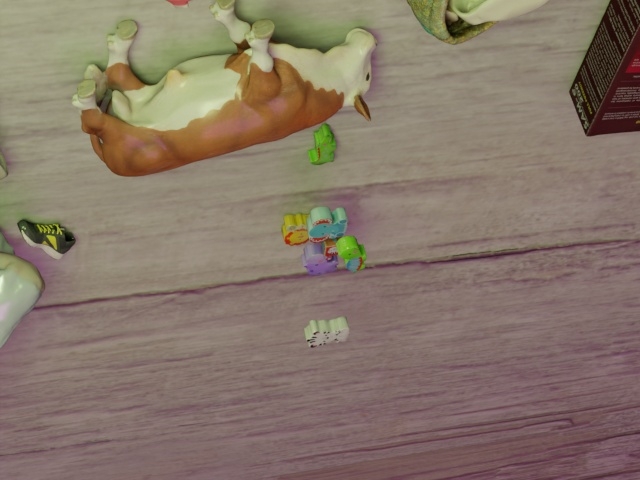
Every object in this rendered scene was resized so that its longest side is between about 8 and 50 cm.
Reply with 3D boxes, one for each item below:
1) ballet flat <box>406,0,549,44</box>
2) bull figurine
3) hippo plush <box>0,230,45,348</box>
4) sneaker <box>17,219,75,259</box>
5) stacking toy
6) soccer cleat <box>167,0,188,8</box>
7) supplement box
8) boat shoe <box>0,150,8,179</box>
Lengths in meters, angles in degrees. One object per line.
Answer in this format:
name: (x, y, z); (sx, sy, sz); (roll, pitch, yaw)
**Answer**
ballet flat: (0.230, -0.293, 1.269); (0.348, 0.123, 0.123); (-31, 145, 24)
bull figurine: (-0.094, -0.151, 1.375); (0.310, 0.101, 0.188); (-21, 144, 6)
hippo plush: (-0.466, 0.071, 1.444); (0.234, 0.294, 0.236); (5, 154, 44)
sneaker: (-0.311, -0.009, 1.578); (0.035, 0.031, 0.083); (-37, 148, 10)
stacking toy: (0.000, 0.000, 1.582); (0.052, 0.167, 0.221); (-7, 148, -12)
soccer cleat: (-0.048, -0.281, 1.212); (0.248, 0.083, 0.095); (-19, 143, 11)
supplement box: (0.368, -0.214, 1.485); (0.130, 0.073, 0.239); (-5, 146, -14)
boat shoe: (-0.371, -0.130, 1.311); (0.094, 0.109, 0.302); (-23, 160, -10)
